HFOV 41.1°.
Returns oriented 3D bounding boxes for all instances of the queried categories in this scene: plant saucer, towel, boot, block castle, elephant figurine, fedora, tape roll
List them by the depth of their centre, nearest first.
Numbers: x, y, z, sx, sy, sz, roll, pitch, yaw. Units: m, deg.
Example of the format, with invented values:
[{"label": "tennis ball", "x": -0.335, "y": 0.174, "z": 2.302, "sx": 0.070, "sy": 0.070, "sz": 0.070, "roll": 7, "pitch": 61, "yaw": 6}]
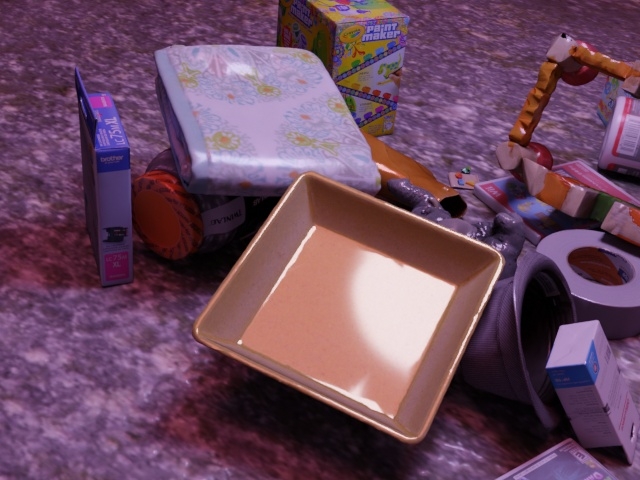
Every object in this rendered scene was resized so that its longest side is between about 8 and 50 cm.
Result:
[{"label": "plant saucer", "x": 0.045, "y": 0.092, "z": 1.187, "sx": 0.333, "sy": 0.081, "sz": 0.332, "roll": 24, "pitch": 56, "yaw": 14}, {"label": "fedora", "x": 0.278, "y": 0.143, "z": 1.234, "sx": 0.124, "sy": 0.243, "sz": 0.275, "roll": -9, "pitch": 24, "yaw": 33}, {"label": "towel", "x": -0.101, "y": -0.208, "z": 1.434, "sx": 0.321, "sy": 0.090, "sz": 0.374, "roll": -2, "pitch": 44, "yaw": -21}, {"label": "elephant figurine", "x": 0.212, "y": 0.009, "z": 1.442, "sx": 0.240, "sy": 0.169, "sz": 0.186, "roll": 13, "pitch": 16, "yaw": 3}, {"label": "tape roll", "x": 0.469, "y": 0.070, "z": 1.455, "sx": 0.219, "sy": 0.072, "sz": 0.219, "roll": 4, "pitch": 34, "yaw": -3}, {"label": "block castle", "x": 0.578, "y": -0.163, "z": 1.551, "sx": 0.453, "sy": 0.303, "sz": 0.213, "roll": 30, "pitch": 13, "yaw": 27}, {"label": "boot", "x": 0.137, "y": -0.117, "z": 1.578, "sx": 0.295, "sy": 0.104, "sz": 0.211, "roll": 9, "pitch": 21, "yaw": -49}]

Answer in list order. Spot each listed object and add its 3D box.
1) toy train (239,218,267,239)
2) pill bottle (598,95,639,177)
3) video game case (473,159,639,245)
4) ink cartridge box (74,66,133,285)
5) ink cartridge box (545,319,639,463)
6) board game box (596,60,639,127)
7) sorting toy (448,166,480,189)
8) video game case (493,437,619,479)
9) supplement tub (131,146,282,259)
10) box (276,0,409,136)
[{"label": "toy train", "x": 0.000, "y": 0.000, "z": 1.487, "sx": 0.248, "sy": 0.105, "sz": 0.143, "roll": -26, "pitch": 60, "yaw": -9}, {"label": "pill bottle", "x": 0.749, "y": -0.198, "z": 1.802, "sx": 0.283, "sy": 0.161, "sz": 0.161, "roll": 15, "pitch": 36, "yaw": 13}, {"label": "video game case", "x": 0.481, "y": -0.082, "z": 1.716, "sx": 0.285, "sy": 0.025, "sz": 0.204, "roll": -14, "pitch": 39, "yaw": -25}, {"label": "ink cartridge box", "x": -0.348, "y": -0.103, "z": 1.378, "sx": 0.065, "sy": 0.311, "sz": 0.185, "roll": -10, "pitch": 38, "yaw": -19}, {"label": "ink cartridge box", "x": 0.384, "y": 0.216, "z": 1.193, "sx": 0.060, "sy": 0.180, "sz": 0.104, "roll": -15, "pitch": 21, "yaw": 35}, {"label": "board game box", "x": 0.822, "y": -0.324, "z": 2.007, "sx": 0.275, "sy": 0.142, "sz": 0.144, "roll": 3, "pitch": 35, "yaw": -5}, {"label": "sorting toy", "x": 0.297, "y": -0.133, "z": 1.773, "sx": 0.062, "sy": 0.012, "sz": 0.083, "roll": 3, "pitch": 35, "yaw": -3}, {"label": "video game case", "x": 0.315, "y": 0.347, "z": 1.081, "sx": 0.190, "sy": 0.022, "sz": 0.173, "roll": -18, "pitch": 41, "yaw": -30}, {"label": "supplement tub", "x": -0.175, "y": -0.101, "z": 1.504, "sx": 0.194, "sy": 0.193, "sz": 0.316, "roll": 25, "pitch": 40, "yaw": 25}, {"label": "box", "x": 0.037, "y": -0.413, "z": 1.906, "sx": 0.177, "sy": 0.279, "sz": 0.290, "roll": -12, "pitch": 38, "yaw": -24}]
